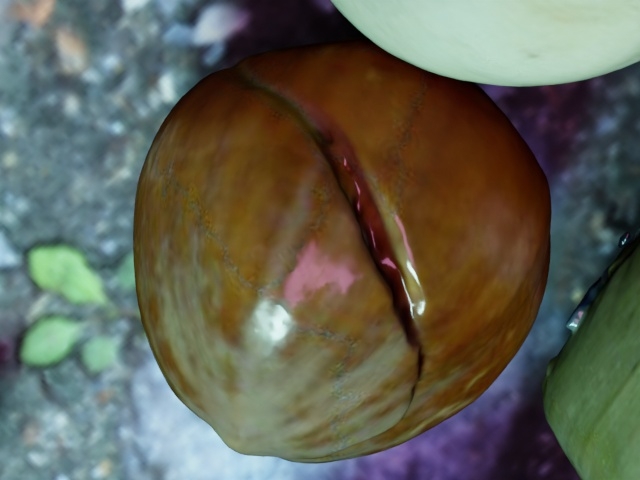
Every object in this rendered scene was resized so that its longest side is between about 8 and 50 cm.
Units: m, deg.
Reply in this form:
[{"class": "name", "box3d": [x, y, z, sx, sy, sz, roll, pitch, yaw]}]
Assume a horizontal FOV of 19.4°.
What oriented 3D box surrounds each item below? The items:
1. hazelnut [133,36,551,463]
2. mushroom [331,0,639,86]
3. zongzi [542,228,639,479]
[{"class": "hazelnut", "box3d": [0.000, 0.000, 0.754, 0.182, 0.182, 0.182, 0, 108, 0]}, {"class": "mushroom", "box3d": [0.103, -0.169, 0.674, 0.202, 0.246, 0.246, 14, 109, -32]}, {"class": "zongzi", "box3d": [0.305, -0.004, 0.778, 0.393, 0.174, 0.356, -2, 138, -37]}]
